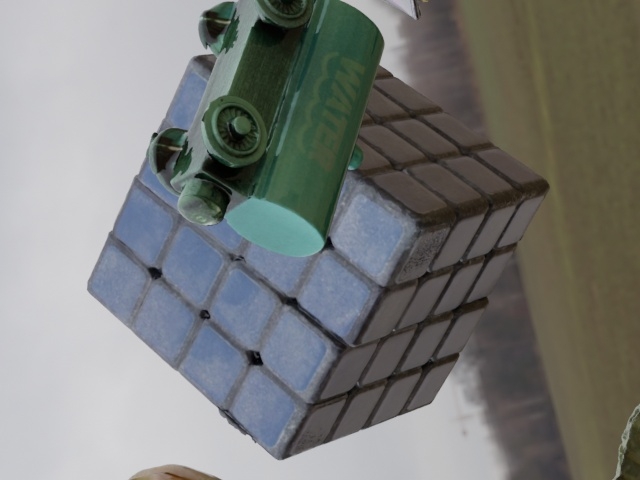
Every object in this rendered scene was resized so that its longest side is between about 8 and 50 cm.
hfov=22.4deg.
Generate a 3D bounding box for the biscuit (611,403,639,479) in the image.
[{"bbox_3d":[0.461,0.222,1.950,0.036,0.187,0.273,125,169,-76],"label":"biscuit"}]

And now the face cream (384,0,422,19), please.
[{"bbox_3d":[0.054,-0.258,1.500,0.243,0.058,0.092,-131,26,-75],"label":"face cream"}]

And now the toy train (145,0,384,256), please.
[{"bbox_3d":[-0.031,-0.101,1.270,0.159,0.101,0.248,31,-123,-20],"label":"toy train"}]

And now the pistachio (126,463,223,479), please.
[{"bbox_3d":[-0.160,0.420,2.058,0.309,0.230,0.230,38,178,13],"label":"pistachio"}]

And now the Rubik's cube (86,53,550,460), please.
[{"bbox_3d":[0.000,0.000,1.872,0.344,0.337,0.344,39,-154,22],"label":"Rubik's cube"}]
